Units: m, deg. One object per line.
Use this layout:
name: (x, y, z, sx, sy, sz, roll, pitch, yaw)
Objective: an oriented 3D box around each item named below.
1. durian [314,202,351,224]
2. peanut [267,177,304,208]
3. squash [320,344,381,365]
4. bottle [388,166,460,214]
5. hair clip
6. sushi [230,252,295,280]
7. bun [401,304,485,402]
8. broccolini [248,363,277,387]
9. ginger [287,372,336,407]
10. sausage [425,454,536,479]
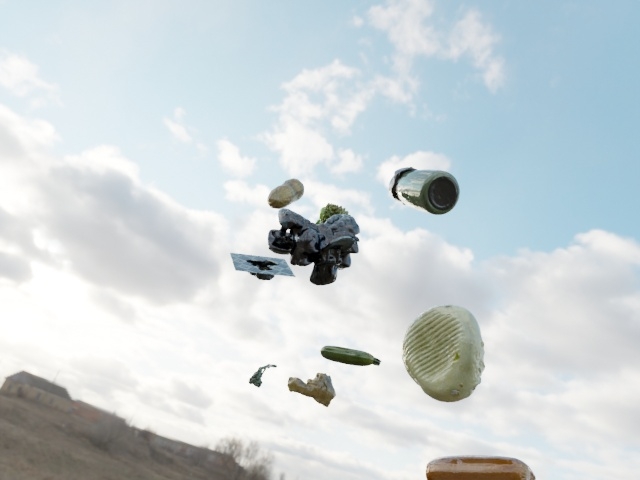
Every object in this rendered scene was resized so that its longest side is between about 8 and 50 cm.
durian: (0.052, -0.052, 2.442, 0.177, 0.200, 0.237, 29, -65, 1)
peanut: (-0.121, -0.160, 1.821, 0.089, 0.193, 0.089, 9, -69, 23)
squash: (0.114, 0.458, 2.086, 0.252, 0.066, 0.066, 5, -30, 21)
bottle: (0.389, -0.202, 2.074, 0.168, 0.168, 0.347, 31, -1, -23)
hair clip: (0.000, 0.004, 1.637, 0.310, 0.206, 0.194, 2, -49, -35)
sushi: (-0.233, 0.114, 2.049, 0.231, 0.047, 0.219, 8, 14, -17)
bun: (0.342, 0.309, 1.432, 0.160, 0.259, 0.259, 21, -21, -41)
broccolini: (-0.190, 0.452, 1.822, 0.054, 0.052, 0.194, 12, 12, 20)
ginger: (-0.020, 0.453, 1.650, 0.165, 0.096, 0.067, 27, -19, -16)
sausage: (0.389, 0.584, 1.305, 0.274, 0.105, 0.105, -19, -45, 38)
